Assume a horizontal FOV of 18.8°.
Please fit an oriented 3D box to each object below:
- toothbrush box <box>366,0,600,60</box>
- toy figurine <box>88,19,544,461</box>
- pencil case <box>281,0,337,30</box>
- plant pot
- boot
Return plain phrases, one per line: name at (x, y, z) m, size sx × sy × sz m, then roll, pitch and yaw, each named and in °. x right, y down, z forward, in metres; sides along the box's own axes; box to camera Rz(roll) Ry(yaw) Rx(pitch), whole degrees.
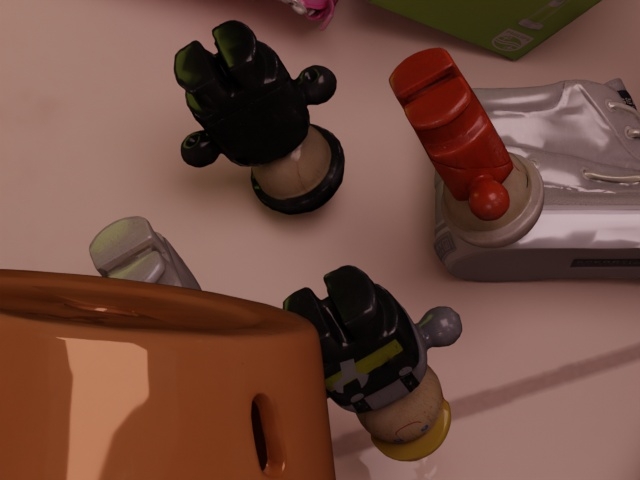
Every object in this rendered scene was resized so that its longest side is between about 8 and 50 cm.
toothbrush box at (0.155, -0.268, 1.160) m, size 0.122 × 0.283 × 0.206 m, roll 19°, pitch 62°, yaw -26°
toy figurine at (0.000, 0.000, 1.067) m, size 0.213 × 0.148 × 0.209 m, roll 9°, pitch 65°, yaw 28°
pencil case at (-0.079, -0.199, 1.205) m, size 0.209 × 0.095 × 0.098 m, roll 14°, pitch 73°, yaw -1°
plant pot at (-0.109, 0.126, 0.889) m, size 0.291 × 0.291 × 0.203 m, roll 7°, pitch 94°, yaw -7°
boot at (0.195, -0.043, 1.174) m, size 0.258 × 0.095 × 0.123 m, roll 1°, pitch 71°, yaw -9°
